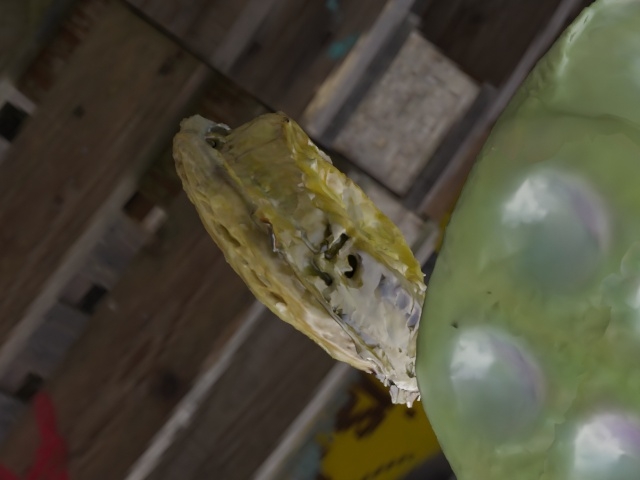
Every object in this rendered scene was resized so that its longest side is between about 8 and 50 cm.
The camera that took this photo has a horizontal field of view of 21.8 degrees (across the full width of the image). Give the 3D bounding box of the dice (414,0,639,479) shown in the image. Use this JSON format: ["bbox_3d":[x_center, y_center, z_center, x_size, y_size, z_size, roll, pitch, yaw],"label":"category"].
[{"bbox_3d":[0.213,0.022,0.769,0.249,0.252,0.254,-31,144,-46],"label":"dice"}]

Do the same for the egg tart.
[{"bbox_3d":[0.000,0.000,1.248,0.095,0.279,0.279,-44,143,8],"label":"egg tart"}]
